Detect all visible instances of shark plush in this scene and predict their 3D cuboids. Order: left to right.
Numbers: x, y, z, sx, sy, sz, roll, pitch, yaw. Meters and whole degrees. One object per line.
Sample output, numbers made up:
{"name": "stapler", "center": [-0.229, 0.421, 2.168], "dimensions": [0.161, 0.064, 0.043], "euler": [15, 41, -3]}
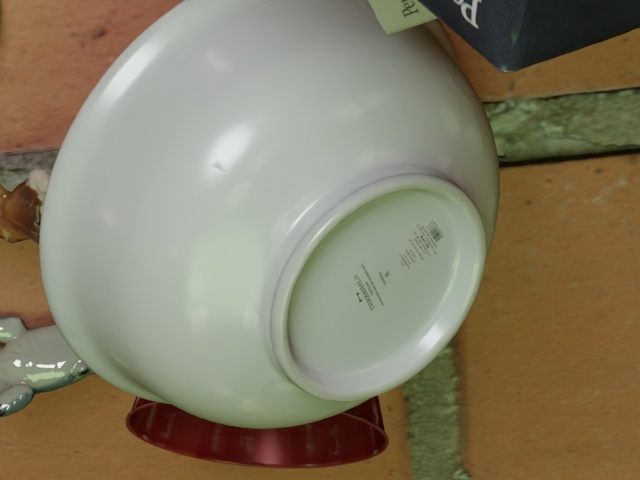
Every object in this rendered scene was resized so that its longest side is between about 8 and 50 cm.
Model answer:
{"name": "shark plush", "center": [-0.184, 0.079, 1.335], "dimensions": [0.161, 0.073, 0.067], "euler": [-22, 162, -11]}

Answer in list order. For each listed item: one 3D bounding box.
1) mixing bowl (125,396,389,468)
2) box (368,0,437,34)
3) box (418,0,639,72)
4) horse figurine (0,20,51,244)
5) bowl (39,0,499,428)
{"name": "mixing bowl", "center": [-0.040, 0.089, 1.283], "dimensions": [0.181, 0.098, 0.181], "euler": [4, 160, 1]}
{"name": "box", "center": [0.108, -0.224, 0.915], "dimensions": [0.232, 0.127, 0.149], "euler": [-18, 140, 15]}
{"name": "box", "center": [0.061, -0.270, 0.658], "dimensions": [0.182, 0.296, 0.294], "euler": [-22, 138, -27]}
{"name": "horse figurine", "center": [-0.288, -0.071, 1.108], "dimensions": [0.263, 0.066, 0.174], "euler": [-2, 135, -8]}
{"name": "bowl", "center": [0.000, 0.000, 1.062], "dimensions": [0.297, 0.134, 0.298], "euler": [-20, 129, -27]}
